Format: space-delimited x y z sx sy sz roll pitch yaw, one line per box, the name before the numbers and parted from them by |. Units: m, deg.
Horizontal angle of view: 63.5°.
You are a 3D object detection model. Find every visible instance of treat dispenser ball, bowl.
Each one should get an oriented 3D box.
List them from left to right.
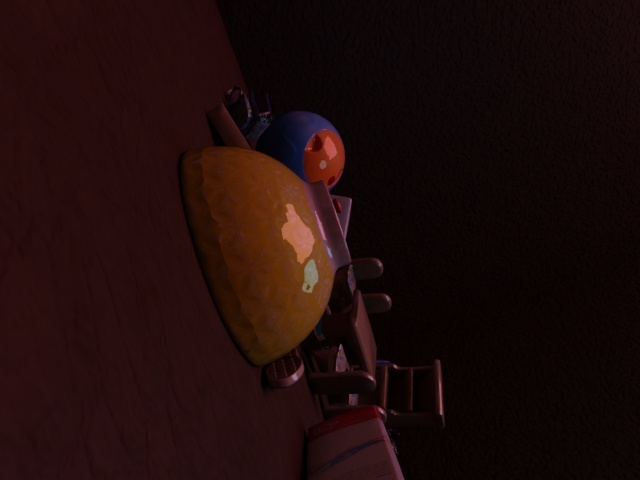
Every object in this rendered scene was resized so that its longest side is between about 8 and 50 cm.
bowl | -0.051 -0.001 0.673 0.289 0.156 0.290 -19 90 -89
treat dispenser ball | -0.065 -0.266 1.653 0.288 0.288 0.288 -19 90 -90

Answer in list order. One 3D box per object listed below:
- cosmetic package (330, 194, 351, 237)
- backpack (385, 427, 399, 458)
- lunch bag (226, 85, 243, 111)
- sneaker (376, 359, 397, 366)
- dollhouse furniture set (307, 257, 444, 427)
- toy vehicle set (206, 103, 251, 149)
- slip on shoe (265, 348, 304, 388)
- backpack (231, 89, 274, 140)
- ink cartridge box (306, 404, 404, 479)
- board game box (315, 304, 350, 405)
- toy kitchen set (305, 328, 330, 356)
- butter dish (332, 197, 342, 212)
cosmetic package | 0.000 0.000 1.641 0.453 0.161 0.230 70 30 -83
backpack | 0.086 0.448 1.036 0.182 0.151 0.115 77 11 -58
lunch bag | -0.231 -0.382 1.453 0.071 0.053 0.083 67 13 -50
sneaker | 0.140 0.533 1.686 0.182 0.127 0.316 -163 -96 -72
dollhouse furniture set | 0.162 0.299 1.313 0.362 0.256 0.394 -79 157 -49
toy vehicle set | -0.140 -0.140 1.048 0.166 0.035 0.267 58 -4 17
slip on shoe | -0.048 0.180 0.700 0.135 0.051 0.041 -160 -117 -83
backpack | -0.189 -0.329 1.377 0.114 0.084 0.105 -44 -126 45
ink cartridge box | 0.070 0.391 0.704 0.306 0.131 0.226 -19 91 -88
board game box | 0.023 0.318 1.593 0.254 0.079 0.336 -108 178 -68
toy kitchen set | -0.008 0.247 1.374 0.075 0.068 0.083 -108 180 -52
butter dish | -0.008 -0.056 1.144 0.160 0.118 0.160 64 -2 -6
